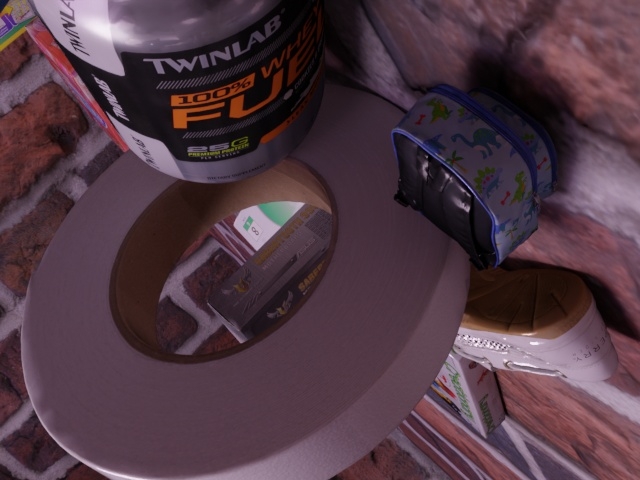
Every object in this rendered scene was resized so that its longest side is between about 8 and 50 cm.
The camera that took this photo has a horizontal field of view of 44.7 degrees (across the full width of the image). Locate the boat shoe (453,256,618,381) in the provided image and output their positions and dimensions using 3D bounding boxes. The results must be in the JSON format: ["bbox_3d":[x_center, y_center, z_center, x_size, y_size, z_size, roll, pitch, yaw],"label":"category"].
[{"bbox_3d":[0.161,0.079,0.724,0.096,0.098,0.277,51,169,-16],"label":"boat shoe"}]

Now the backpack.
[{"bbox_3d":[0.100,-0.050,0.514,0.105,0.084,0.114,42,174,25],"label":"backpack"}]

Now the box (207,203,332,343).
[{"bbox_3d":[0.010,0.040,0.830,0.056,0.231,0.183,36,166,35],"label":"box"}]

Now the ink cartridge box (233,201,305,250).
[{"bbox_3d":[0.000,0.000,1.014,0.225,0.056,0.181,48,140,10],"label":"ink cartridge box"}]

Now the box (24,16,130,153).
[{"bbox_3d":[-0.354,-0.290,1.353,0.142,0.154,0.300,44,168,18],"label":"box"}]

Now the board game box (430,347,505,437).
[{"bbox_3d":[0.171,0.162,1.142,0.193,0.053,0.305,40,168,35],"label":"board game box"}]

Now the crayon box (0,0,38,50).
[{"bbox_3d":[-0.603,-0.450,1.413,0.081,0.278,0.165,38,166,41],"label":"crayon box"}]

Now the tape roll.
[{"bbox_3d":[-0.071,0.026,0.662,0.392,0.392,0.072,40,167,40],"label":"tape roll"}]

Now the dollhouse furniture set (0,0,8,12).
[{"bbox_3d":[-0.340,-0.286,0.542,0.286,0.304,0.198,35,148,-32],"label":"dollhouse furniture set"}]

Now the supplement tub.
[{"bbox_3d":[-0.093,-0.175,0.539,0.193,0.193,0.316,46,171,12],"label":"supplement tub"}]
